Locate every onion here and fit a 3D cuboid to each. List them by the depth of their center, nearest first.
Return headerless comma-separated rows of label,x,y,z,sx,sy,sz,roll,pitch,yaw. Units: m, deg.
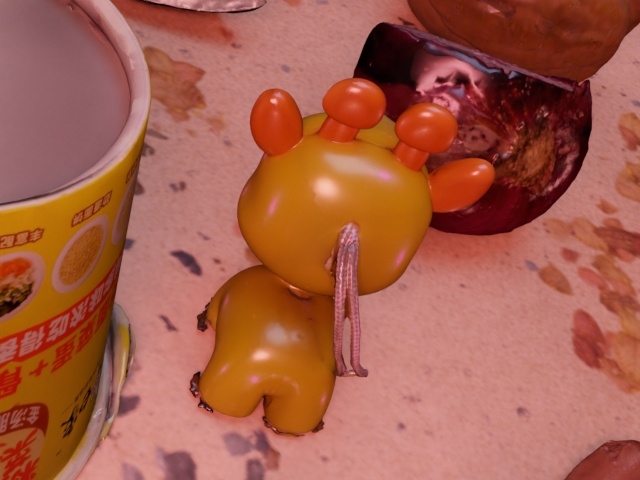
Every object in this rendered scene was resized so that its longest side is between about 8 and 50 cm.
onion,0.088,-0.094,0.966,0.195,0.140,0.218,-1,23,-35

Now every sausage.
sausage,0.160,0.169,0.789,0.043,0.043,0.186,42,41,17

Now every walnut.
walnut,0.188,-0.234,1.131,0.213,0.213,0.213,16,41,-14

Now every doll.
doll,0.000,0.000,0.743,0.143,0.221,0.135,21,36,-14

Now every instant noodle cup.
instant noodle cup,-0.220,-0.017,0.630,0.311,0.221,0.311,16,41,-15

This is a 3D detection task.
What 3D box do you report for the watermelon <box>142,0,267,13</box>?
watermelon,-0.109,-0.284,1.051,0.136,0.202,0.207,49,24,-42
